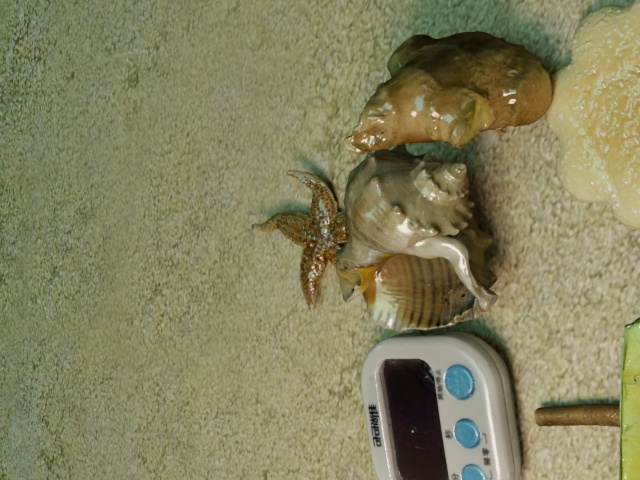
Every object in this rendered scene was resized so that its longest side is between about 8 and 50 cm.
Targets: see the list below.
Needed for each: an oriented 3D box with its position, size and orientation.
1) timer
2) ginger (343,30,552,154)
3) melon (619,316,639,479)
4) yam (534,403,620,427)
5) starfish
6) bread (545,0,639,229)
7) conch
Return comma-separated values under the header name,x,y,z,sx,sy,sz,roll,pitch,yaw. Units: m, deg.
name,x,y,z,sx,sy,sz,roll,pitch,yaw
timer,0.174,0.260,1.330,0.237,0.087,0.262,-7,92,43
ginger,0.149,-0.195,1.204,0.219,0.270,0.123,-122,24,-44
melon,0.421,0.228,1.063,0.196,0.124,0.324,3,106,42
yam,0.352,0.231,1.208,0.145,0.032,0.032,-11,87,41
starfish,0.000,0.000,1.481,0.277,0.062,0.236,-4,92,38
bread,0.406,-0.159,1.108,0.316,0.054,0.316,7,101,42
conch,0.141,0.002,1.279,0.263,0.186,0.324,50,155,11
